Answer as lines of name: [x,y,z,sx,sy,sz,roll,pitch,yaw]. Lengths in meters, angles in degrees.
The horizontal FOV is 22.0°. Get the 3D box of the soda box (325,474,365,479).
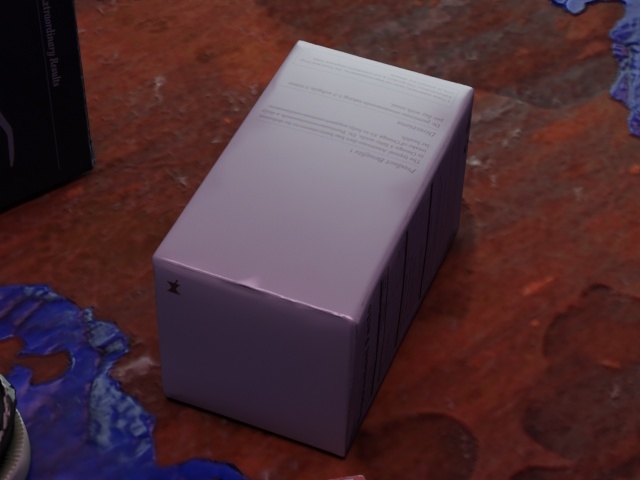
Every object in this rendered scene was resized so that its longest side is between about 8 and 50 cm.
soda box: [0.010,0.191,0.692,0.063,0.058,0.183,-8,46,-9]

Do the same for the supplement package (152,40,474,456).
supplement package: [0.000,0.000,0.844,0.105,0.105,0.179,18,48,14]

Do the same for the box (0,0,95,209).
box: [-0.239,-0.083,0.888,0.207,0.153,0.108,-26,51,-25]

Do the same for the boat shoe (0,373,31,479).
boat shoe: [-0.258,0.148,0.689,0.127,0.113,0.340,33,54,26]
